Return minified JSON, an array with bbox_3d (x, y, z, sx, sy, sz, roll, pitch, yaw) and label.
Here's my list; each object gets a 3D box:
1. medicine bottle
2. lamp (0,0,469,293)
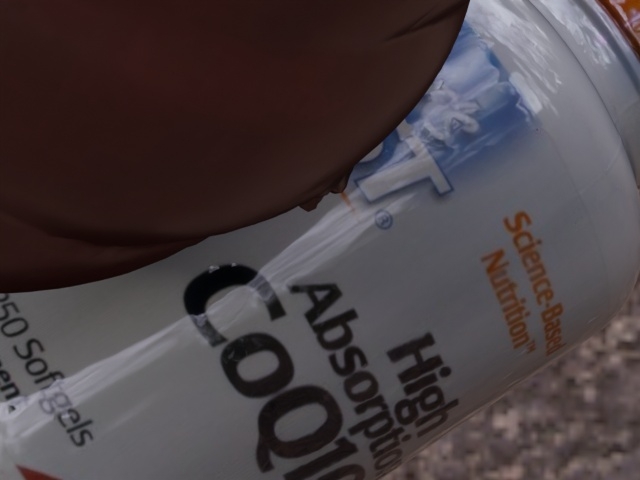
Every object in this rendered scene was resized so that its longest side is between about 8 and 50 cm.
[{"bbox_3d":[0.000,0.000,0.617,0.289,0.157,0.157,-33,35,-11],"label":"medicine bottle"},{"bbox_3d":[-0.082,-0.138,0.428,0.303,0.303,0.257,17,19,33],"label":"lamp"}]
